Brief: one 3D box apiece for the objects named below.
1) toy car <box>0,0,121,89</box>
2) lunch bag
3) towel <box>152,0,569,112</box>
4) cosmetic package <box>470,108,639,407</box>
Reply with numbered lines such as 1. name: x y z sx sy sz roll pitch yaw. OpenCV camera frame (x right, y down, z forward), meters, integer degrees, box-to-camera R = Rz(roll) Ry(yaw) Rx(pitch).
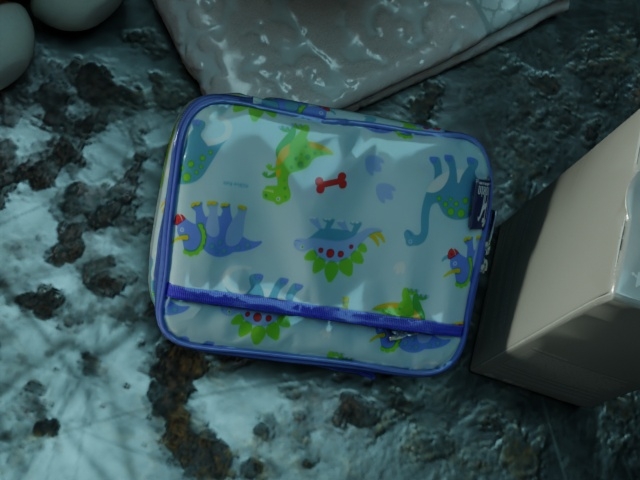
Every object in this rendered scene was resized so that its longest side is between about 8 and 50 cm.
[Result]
1. toy car: -0.221 -0.200 0.731 0.182 0.136 0.159 -39 88 -21
2. lunch bag: 0.000 0.000 0.745 0.219 0.090 0.176 10 95 -11
3. towel: -0.001 -0.264 0.853 0.317 0.053 0.331 -26 82 -19
4. cosmetic package: 0.189 0.022 0.726 0.107 0.238 0.127 19 72 -9
